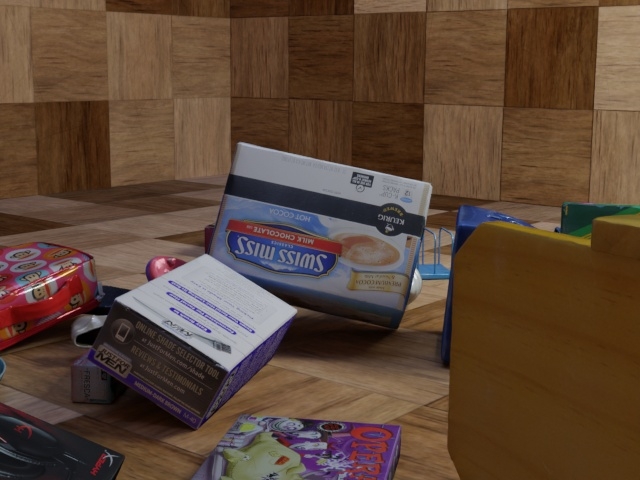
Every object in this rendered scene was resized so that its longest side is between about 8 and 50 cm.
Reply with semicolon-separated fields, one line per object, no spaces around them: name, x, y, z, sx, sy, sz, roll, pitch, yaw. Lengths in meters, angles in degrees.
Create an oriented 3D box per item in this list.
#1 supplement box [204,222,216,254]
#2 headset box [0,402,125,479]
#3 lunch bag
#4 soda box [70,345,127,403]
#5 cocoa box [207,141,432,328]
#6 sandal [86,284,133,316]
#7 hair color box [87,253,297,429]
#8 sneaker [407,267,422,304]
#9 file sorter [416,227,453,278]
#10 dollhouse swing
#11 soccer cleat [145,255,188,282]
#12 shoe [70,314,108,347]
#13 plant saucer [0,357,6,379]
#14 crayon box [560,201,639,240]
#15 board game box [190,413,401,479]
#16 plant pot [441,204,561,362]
supplement box;-0.212;-0.008;2.543;0.104;0.081;0.188;4;10;16
headset box;-0.348;0.218;0.884;0.293;0.110;0.218;24;10;-1
lunch bag;-0.532;0.096;1.735;0.258;0.120;0.293;7;23;39
soda box;-0.314;0.187;1.499;0.063;0.058;0.183;2;11;7
cocoa box;0.000;0.000;1.756;0.347;0.228;0.231;13;-12;5
sandal;-0.352;0.130;1.864;0.254;0.054;0.097;4;20;4
hair color box;-0.175;0.136;1.475;0.185;0.110;0.339;31;14;8
sneaker;0.040;0.068;1.977;0.322;0.130;0.236;5;6;-3
file sorter;0.210;0.028;2.294;0.170;0.105;0.118;-2;10;-9
dollhouse swing;0.330;0.139;0.974;0.315;0.347;0.305;-3;10;-17
soccer cleat;-0.225;0.099;1.742;0.095;0.083;0.248;-12;-29;36
shoe;-0.294;0.154;1.622;0.219;0.077;0.058;-1;5;-8
plant saucer;-0.608;0.209;1.412;0.317;0.044;0.317;0;11;0
crayon box;0.430;0.088;1.466;0.165;0.278;0.081;3;-18;13
board game box;-0.033;0.270;1.080;0.208;0.056;0.347;6;11;9
plant pot;0.319;0.078;1.673;0.212;0.236;0.236;7;10;8
